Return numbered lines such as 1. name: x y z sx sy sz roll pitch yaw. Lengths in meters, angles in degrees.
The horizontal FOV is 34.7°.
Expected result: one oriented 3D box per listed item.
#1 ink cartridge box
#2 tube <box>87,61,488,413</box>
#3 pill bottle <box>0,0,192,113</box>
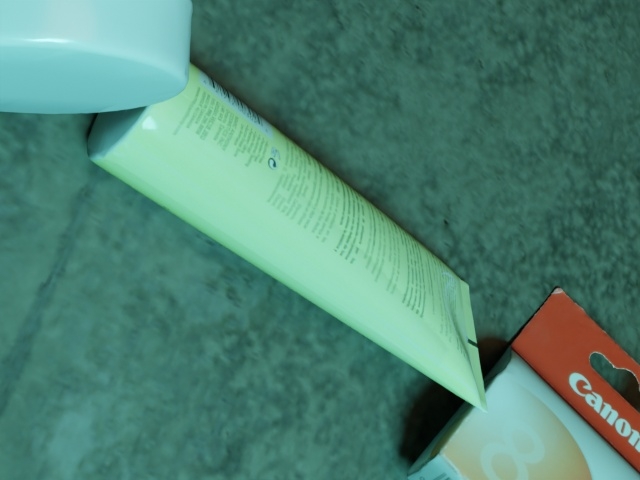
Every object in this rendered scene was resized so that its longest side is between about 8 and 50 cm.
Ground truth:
1. ink cartridge box: 0.153 0.119 0.572 0.145 0.045 0.179 45 55 4
2. tube: 0.000 0.000 0.501 0.240 0.062 0.070 34 76 -30
3. pill bottle: -0.105 -0.191 0.385 0.152 0.152 0.271 1 85 -36
